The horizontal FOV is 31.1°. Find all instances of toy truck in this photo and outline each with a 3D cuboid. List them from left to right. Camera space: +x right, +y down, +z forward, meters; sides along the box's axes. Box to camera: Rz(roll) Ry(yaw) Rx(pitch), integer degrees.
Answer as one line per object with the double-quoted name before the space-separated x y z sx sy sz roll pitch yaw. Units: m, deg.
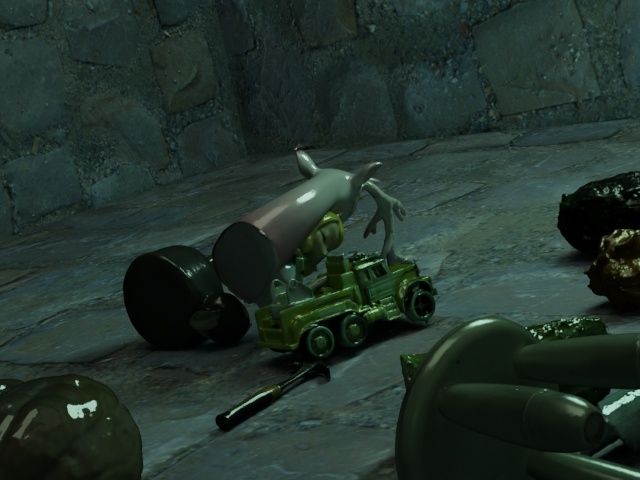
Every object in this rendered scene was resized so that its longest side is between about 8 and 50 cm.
"toy truck" 0.037 0.078 1.640 0.259 0.135 0.128 -12 5 -31

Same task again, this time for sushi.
"sushi" 0.487 -0.040 1.809 0.225 0.124 0.127 -2 15 39

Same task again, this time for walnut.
"walnut" -0.273 0.226 1.110 0.224 0.224 0.224 -11 12 2

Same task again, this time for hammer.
"hammer" -0.059 0.194 1.470 0.078 0.021 0.201 -3 15 37

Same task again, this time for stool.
"stool" -0.204 0.098 1.828 0.228 0.153 0.139 42 33 19
"stool" 0.190 0.173 0.927 0.195 0.195 0.199 -19 18 -35

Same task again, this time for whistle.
"whistle" 0.378 0.147 1.179 0.312 0.062 0.062 -20 14 -35

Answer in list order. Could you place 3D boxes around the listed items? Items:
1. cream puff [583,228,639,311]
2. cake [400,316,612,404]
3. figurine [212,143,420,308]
"cream puff" 0.412 0.042 1.558 0.094 0.122 0.116 -9 -30 -28
"cake" 0.203 0.147 1.246 0.235 0.100 0.099 -16 13 -22
"figurine" -0.010 -0.008 1.801 0.206 0.284 0.316 27 50 35
